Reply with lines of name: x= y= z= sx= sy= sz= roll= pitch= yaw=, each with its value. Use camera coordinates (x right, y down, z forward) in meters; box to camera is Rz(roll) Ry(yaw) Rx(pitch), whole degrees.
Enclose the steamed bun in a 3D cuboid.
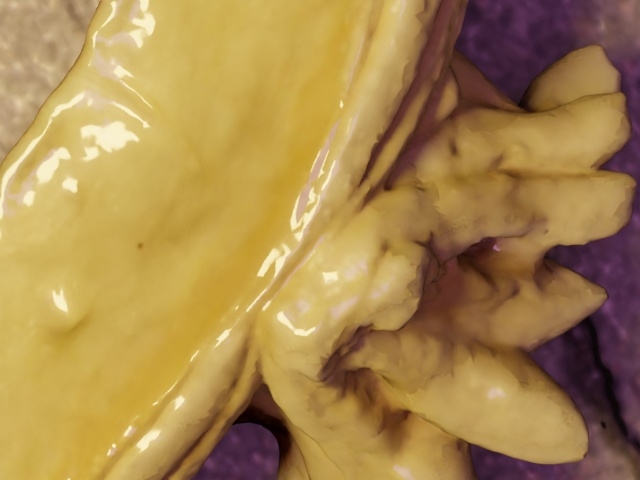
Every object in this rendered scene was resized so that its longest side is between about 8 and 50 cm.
steamed bun: x=0.000 y=0.000 z=0.874 sx=0.189 sy=0.247 sz=0.428 roll=24 pitch=92 yaw=-48
